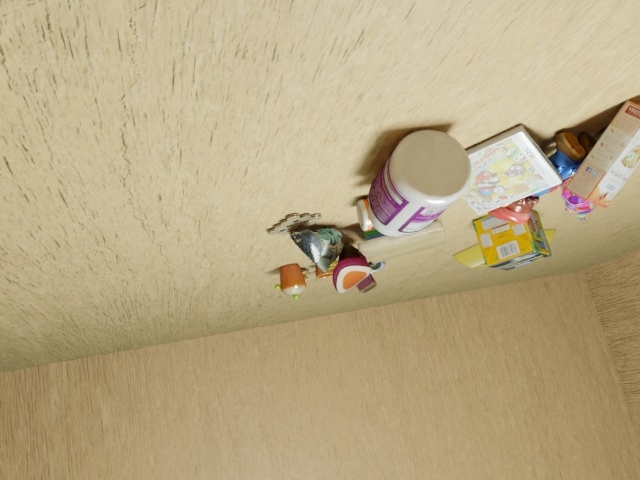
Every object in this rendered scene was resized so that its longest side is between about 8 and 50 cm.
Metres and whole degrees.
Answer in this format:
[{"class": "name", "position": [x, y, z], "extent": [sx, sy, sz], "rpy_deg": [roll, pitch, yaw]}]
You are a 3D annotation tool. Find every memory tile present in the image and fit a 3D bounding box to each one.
[{"class": "memory tile", "position": [-0.073, -0.045, 1.650], "extent": [0.113, 0.012, 0.148], "rpy_deg": [-2, 161, -36]}]

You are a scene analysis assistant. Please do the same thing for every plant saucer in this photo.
[{"class": "plant saucer", "position": [0.809, 0.045, 2.573], "extent": [0.333, 0.080, 0.333], "rpy_deg": [-2, 162, -33]}]

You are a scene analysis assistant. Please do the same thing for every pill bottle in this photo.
[{"class": "pill bottle", "position": [0.204, -0.111, 1.323], "extent": [0.170, 0.169, 0.301], "rpy_deg": [-9, 165, -14]}, {"class": "pill bottle", "position": [0.179, -0.080, 1.578], "extent": [0.152, 0.085, 0.086], "rpy_deg": [-11, 165, -7]}]

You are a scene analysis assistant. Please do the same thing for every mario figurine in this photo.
[{"class": "mario figurine", "position": [0.539, -0.177, 1.525], "extent": [0.198, 0.170, 0.320], "rpy_deg": [31, 138, -14]}]

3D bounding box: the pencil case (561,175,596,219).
[{"class": "pencil case", "position": [0.824, -0.135, 1.877], "extent": [0.105, 0.104, 0.236], "rpy_deg": [-18, 163, 21]}]

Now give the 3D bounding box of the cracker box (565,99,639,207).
[{"class": "cracker box", "position": [0.689, -0.194, 1.372], "extent": [0.156, 0.067, 0.232], "rpy_deg": [5, 121, -48]}]

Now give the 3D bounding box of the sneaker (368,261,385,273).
[{"class": "sneaker", "position": [0.210, 0.115, 2.406], "extent": [0.135, 0.052, 0.058], "rpy_deg": [-24, 166, 39]}]

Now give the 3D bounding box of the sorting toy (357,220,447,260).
[{"class": "sorting toy", "position": [0.258, -0.020, 1.861], "extent": [0.257, 0.089, 0.255], "rpy_deg": [-16, 165, 12]}]

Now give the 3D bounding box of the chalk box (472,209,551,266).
[{"class": "chalk box", "position": [0.697, -0.004, 2.110], "extent": [0.180, 0.179, 0.289], "rpy_deg": [-22, 163, 30]}]

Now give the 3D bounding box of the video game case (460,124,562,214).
[{"class": "video game case", "position": [0.427, -0.160, 1.417], "extent": [0.227, 0.026, 0.206], "rpy_deg": [-23, 133, 37]}]

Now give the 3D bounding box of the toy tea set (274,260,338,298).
[{"class": "toy tea set", "position": [0.003, 0.134, 2.158], "extent": [0.336, 0.124, 0.200], "rpy_deg": [-18, 164, 21]}]

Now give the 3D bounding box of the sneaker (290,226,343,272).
[{"class": "sneaker", "position": [0.000, 0.000, 1.735], "extent": [0.122, 0.110, 0.283], "rpy_deg": [-44, 164, -1]}]

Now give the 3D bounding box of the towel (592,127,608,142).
[{"class": "towel", "position": [0.730, -0.251, 1.502], "extent": [0.110, 0.027, 0.148], "rpy_deg": [-9, 165, -16]}]

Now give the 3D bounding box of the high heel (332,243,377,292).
[{"class": "high heel", "position": [0.073, 0.066, 1.835], "extent": [0.127, 0.181, 0.377], "rpy_deg": [-34, 163, 3]}]
